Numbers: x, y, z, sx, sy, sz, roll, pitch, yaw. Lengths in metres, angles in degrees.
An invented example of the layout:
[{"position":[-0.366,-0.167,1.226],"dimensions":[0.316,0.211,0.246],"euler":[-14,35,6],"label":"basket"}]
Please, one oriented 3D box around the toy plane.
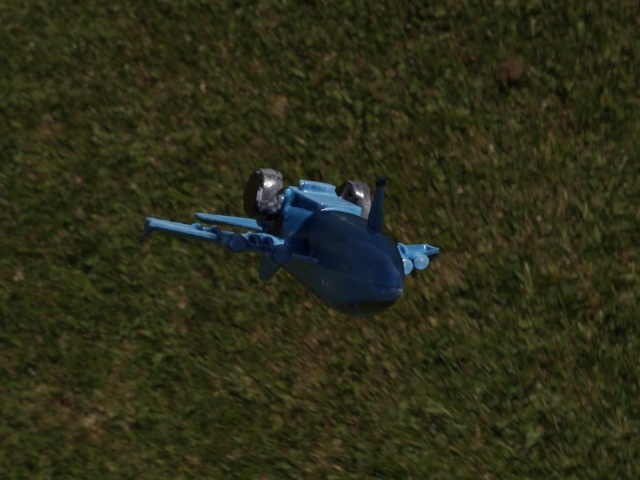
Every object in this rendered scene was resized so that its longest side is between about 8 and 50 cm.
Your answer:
[{"position":[0.000,0.000,0.935],"dimensions":[0.254,0.271,0.105],"euler":[6,90,-24],"label":"toy plane"}]
